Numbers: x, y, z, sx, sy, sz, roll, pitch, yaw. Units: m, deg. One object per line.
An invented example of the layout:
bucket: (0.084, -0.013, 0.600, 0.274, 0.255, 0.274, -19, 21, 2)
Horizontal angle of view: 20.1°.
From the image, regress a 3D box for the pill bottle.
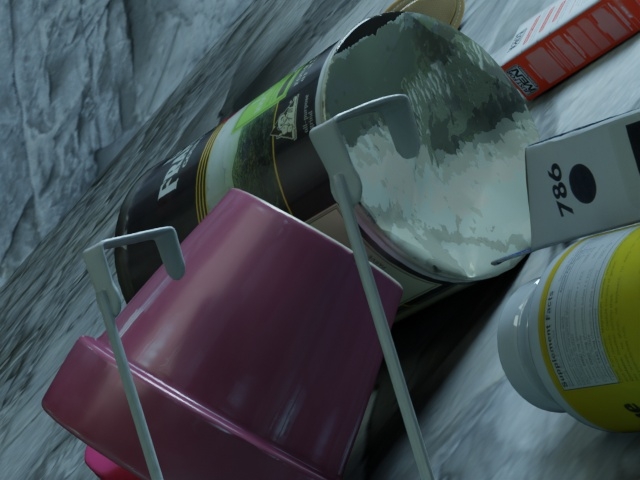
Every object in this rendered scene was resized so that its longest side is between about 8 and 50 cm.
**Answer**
pill bottle: (0.167, 0.041, 0.885, 0.103, 0.103, 0.184, -52, 15, -24)

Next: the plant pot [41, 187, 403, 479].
plant pot: (-0.046, 0.076, 1.141, 0.180, 0.201, 0.201, -60, 15, -5)

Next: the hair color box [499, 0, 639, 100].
hair color box: (0.218, -0.179, 1.492, 0.141, 0.043, 0.072, -31, 20, 42)

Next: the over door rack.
over door rack: (-0.041, 0.114, 0.911, 0.239, 0.108, 0.324, -24, 69, 47)

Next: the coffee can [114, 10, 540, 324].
coffee can: (0.003, -0.021, 1.338, 0.275, 0.201, 0.201, -30, 21, 47)

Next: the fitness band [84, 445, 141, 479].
fitness band: (-0.123, 0.122, 1.547, 0.209, 0.054, 0.291, -55, 11, -10)

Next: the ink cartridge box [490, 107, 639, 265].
ink cartridge box: (0.228, -0.058, 0.930, 0.165, 0.065, 0.333, -18, -1, -30)

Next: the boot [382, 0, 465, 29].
boot: (0.066, -0.207, 1.962, 0.197, 0.073, 0.152, -43, 10, -1)
